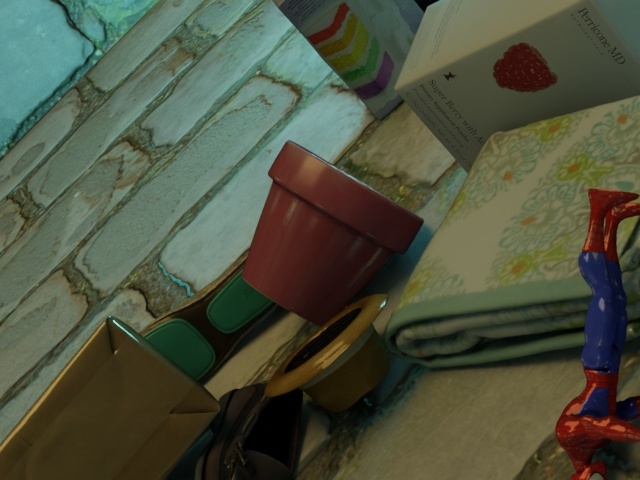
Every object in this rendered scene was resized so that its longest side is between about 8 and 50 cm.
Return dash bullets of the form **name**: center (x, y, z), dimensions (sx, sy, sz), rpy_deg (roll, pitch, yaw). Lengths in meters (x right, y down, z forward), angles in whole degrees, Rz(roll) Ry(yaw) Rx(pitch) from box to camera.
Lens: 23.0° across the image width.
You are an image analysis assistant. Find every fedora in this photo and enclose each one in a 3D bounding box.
- **fedora**: center (0.024, 0.140, 1.793), dimensions (0.194, 0.079, 0.194), rpy_deg (-40, 5, 4)

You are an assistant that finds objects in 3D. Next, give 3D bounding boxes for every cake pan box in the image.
- **cake pan box**: center (0.104, -0.348, 2.268), dimensions (0.267, 0.246, 0.070), rpy_deg (-40, 29, 5)

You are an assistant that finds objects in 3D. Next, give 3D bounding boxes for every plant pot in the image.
- **plant pot**: center (0.000, 0.000, 1.963), dimensions (0.180, 0.201, 0.201), rpy_deg (-59, 24, 4)

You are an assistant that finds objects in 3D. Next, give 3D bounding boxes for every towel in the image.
- **towel**: center (0.262, -0.014, 1.696), dimensions (0.374, 0.090, 0.320), rpy_deg (-11, 37, 49)

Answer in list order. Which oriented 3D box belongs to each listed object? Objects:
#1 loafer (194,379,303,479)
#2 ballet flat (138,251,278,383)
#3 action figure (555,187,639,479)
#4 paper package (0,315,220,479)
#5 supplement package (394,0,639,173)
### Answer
- **loafer**: center (-0.072, 0.251, 1.762), dimensions (0.095, 0.109, 0.302), rpy_deg (-31, 24, 17)
- **ballet flat**: center (-0.150, 0.115, 2.122), dimensions (0.316, 0.107, 0.106), rpy_deg (-34, 6, 8)
- **action figure**: center (0.289, 0.102, 1.418), dimensions (0.139, 0.091, 0.280), rpy_deg (8, 84, 29)
- **paper package**: center (-0.280, 0.258, 1.862), dimensions (0.309, 0.168, 0.325), rpy_deg (-51, 3, -10)
- **supplement package**: center (0.269, -0.229, 1.909), dimensions (0.293, 0.177, 0.175), rpy_deg (-23, 31, 39)
